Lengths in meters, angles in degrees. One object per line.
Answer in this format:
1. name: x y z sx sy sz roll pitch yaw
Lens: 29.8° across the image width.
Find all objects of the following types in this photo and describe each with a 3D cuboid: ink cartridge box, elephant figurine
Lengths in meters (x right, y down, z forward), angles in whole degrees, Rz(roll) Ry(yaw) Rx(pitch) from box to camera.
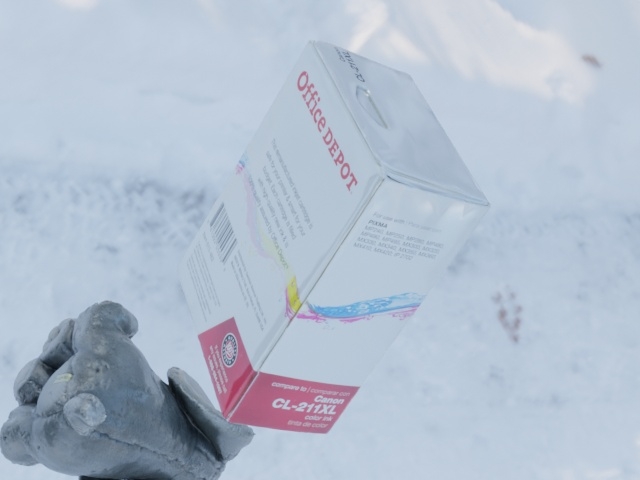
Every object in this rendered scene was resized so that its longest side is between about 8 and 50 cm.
1. ink cartridge box: 0.000 0.000 0.660 0.072 0.175 0.127 14 34 -31
2. elephant figurine: -0.139 0.172 1.045 0.239 0.169 0.186 39 36 -24
